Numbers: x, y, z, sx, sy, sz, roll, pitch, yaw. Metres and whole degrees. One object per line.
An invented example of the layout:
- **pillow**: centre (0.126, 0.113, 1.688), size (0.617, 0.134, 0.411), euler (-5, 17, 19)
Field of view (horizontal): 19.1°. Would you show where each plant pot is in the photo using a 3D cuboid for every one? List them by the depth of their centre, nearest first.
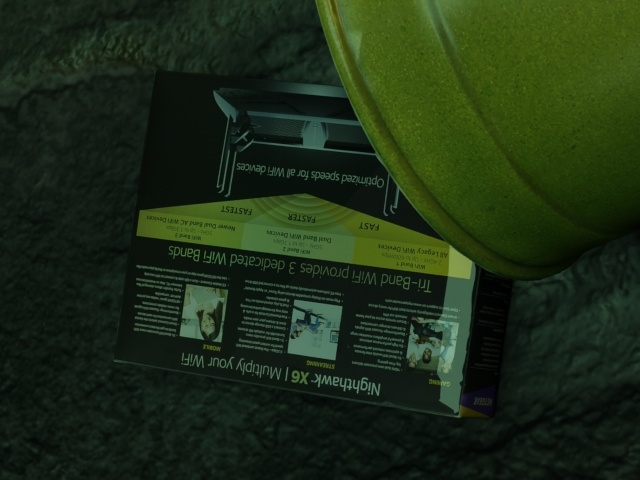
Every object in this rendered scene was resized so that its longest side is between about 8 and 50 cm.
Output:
- **plant pot**: centre (0.238, -0.198, 1.234), size (0.353, 0.366, 0.366), euler (-20, 77, 33)

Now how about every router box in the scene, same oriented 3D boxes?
- **router box**: centre (0.000, 0.000, 1.512), size (0.309, 0.081, 0.243), euler (8, 88, 25)
